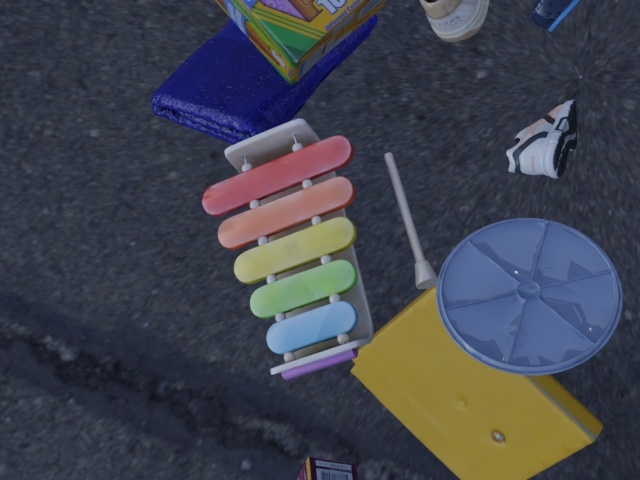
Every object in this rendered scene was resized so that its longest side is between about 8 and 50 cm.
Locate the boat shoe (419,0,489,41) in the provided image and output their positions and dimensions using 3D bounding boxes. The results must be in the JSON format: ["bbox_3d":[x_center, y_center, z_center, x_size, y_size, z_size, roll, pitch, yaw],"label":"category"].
[{"bbox_3d":[0.111,-0.249,0.981,0.063,0.059,0.170,-8,66,30],"label":"boat shoe"}]

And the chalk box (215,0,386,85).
[{"bbox_3d":[-0.067,-0.378,1.571,0.179,0.180,0.289,-43,89,-3],"label":"chalk box"}]

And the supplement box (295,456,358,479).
[{"bbox_3d":[0.001,0.265,1.230,0.055,0.043,0.083,12,131,-17],"label":"supplement box"}]

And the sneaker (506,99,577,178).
[{"bbox_3d":[0.172,-0.081,0.924,0.044,0.109,0.040,0,114,24],"label":"sneaker"}]

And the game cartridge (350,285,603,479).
[{"bbox_3d":[0.225,0.232,1.834,0.323,0.053,0.285,45,138,1],"label":"game cartridge"}]

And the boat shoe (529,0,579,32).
[{"bbox_3d":[0.295,-0.357,1.382,0.089,0.109,0.258,32,71,-6],"label":"boat shoe"}]

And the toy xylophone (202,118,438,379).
[{"bbox_3d":[0.000,0.000,1.456,0.236,0.081,0.322,-28,65,14],"label":"toy xylophone"}]

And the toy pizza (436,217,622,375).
[{"bbox_3d":[0.228,0.062,1.321,0.201,0.032,0.201,-3,56,5],"label":"toy pizza"}]

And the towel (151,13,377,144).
[{"bbox_3d":[-0.082,-0.262,1.815,0.228,0.308,0.076,20,145,34],"label":"towel"}]
